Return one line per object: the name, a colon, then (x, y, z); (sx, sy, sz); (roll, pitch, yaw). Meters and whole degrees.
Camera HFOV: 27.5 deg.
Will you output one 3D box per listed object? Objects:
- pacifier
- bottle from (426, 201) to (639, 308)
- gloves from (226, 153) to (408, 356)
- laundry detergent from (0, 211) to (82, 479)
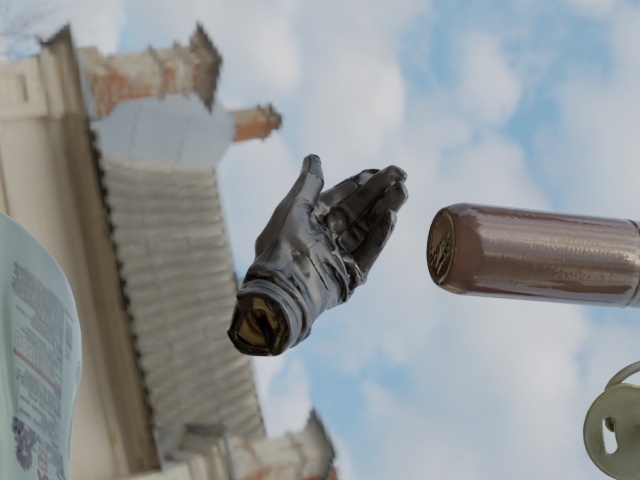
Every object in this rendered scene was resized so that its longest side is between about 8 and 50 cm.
pacifier: (0.186, 0.103, 0.710); (0.064, 0.083, 0.068); (-93, 174, -75)
bottle: (0.133, 0.009, 0.747); (0.053, 0.140, 0.053); (-175, -90, -75)
gloves: (-0.008, 0.006, 1.349); (0.142, 0.285, 0.119); (51, -36, -9)
laundry detergent: (-0.297, 0.193, 1.201); (0.264, 0.124, 0.398); (67, 13, -55)
